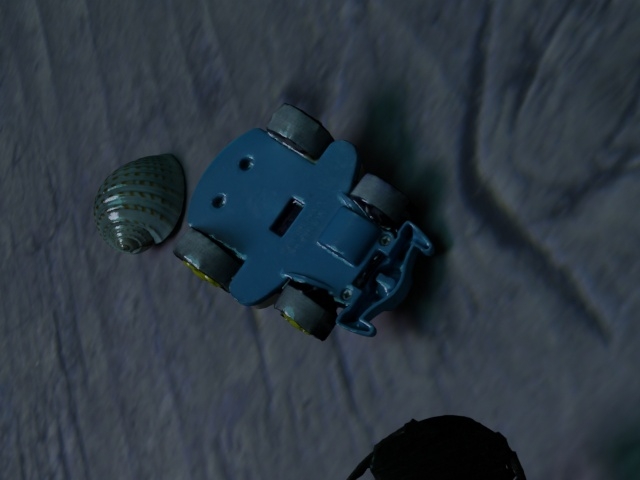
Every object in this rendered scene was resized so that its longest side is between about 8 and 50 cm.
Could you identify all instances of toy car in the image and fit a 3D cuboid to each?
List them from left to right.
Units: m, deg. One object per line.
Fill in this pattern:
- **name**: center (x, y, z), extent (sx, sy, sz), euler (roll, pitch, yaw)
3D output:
- **toy car**: center (0.000, 0.000, 0.995), extent (0.161, 0.098, 0.126), euler (31, 84, 24)

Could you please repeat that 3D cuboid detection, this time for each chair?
- **chair**: center (0.068, 0.206, 0.761), extent (0.149, 0.174, 0.213), euler (-43, 59, 35)

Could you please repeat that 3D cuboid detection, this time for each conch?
- **conch**: center (-0.145, -0.033, 1.216), extent (0.076, 0.057, 0.085), euler (-21, 64, 36)
